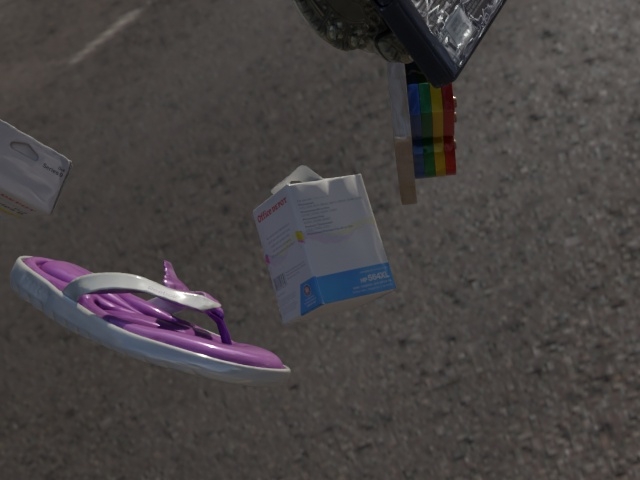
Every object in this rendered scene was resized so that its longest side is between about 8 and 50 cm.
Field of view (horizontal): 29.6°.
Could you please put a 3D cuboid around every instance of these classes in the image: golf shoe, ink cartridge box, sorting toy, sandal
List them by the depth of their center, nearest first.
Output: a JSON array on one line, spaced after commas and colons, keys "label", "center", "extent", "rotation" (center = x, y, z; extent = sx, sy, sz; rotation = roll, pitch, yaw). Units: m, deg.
[{"label": "golf shoe", "center": [0.014, -0.192, 1.006], "extent": [0.086, 0.176, 0.069], "rotation": [23, 93, 35]}, {"label": "ink cartridge box", "center": [0.000, 0.000, 1.225], "extent": [0.090, 0.143, 0.092], "rotation": [-10, -11, -30]}, {"label": "sandal", "center": [-0.212, 0.069, 1.406], "extent": [0.416, 0.102, 0.169], "rotation": [18, 6, 32]}, {"label": "sorting toy", "center": [0.143, -0.214, 1.718], "extent": [0.089, 0.255, 0.257], "rotation": [-6, 72, 4]}, {"label": "ink cartridge box", "center": [-0.481, -0.101, 1.731], "extent": [0.212, 0.154, 0.093], "rotation": [-5, 62, 47]}]

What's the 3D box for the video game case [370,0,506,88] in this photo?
[{"label": "video game case", "center": [0.049, -0.272, 0.884], "extent": [0.026, 0.274, 0.196], "rotation": [-21, 26, 44]}]
